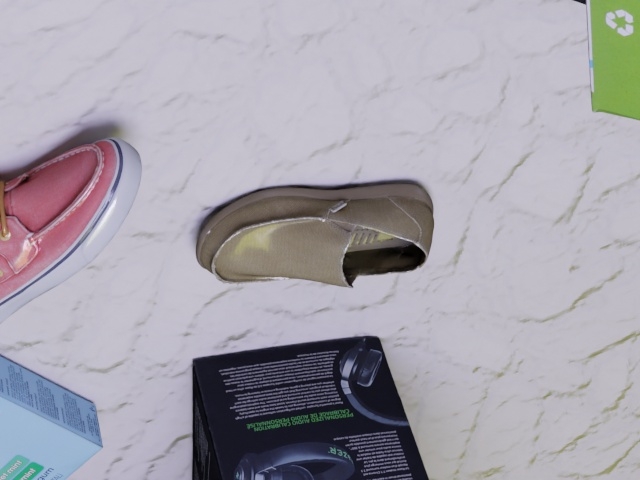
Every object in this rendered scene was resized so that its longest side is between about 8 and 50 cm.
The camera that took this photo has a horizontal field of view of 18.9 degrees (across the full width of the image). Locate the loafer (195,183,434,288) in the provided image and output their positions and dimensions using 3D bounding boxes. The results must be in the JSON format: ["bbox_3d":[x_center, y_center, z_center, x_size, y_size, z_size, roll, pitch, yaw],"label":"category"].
[{"bbox_3d":[0.000,0.000,1.144,0.148,0.050,0.056,-11,133,-8],"label":"loafer"}]

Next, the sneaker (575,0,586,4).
[{"bbox_3d":[0.070,-0.175,0.987,0.147,0.105,0.295,-10,165,33],"label":"sneaker"}]

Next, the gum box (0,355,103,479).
[{"bbox_3d":[-0.255,0.125,1.183,0.157,0.041,0.184,-41,129,20],"label":"gum box"}]

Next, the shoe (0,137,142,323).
[{"bbox_3d":[-0.185,-0.006,1.070,0.178,0.063,0.081,-38,136,23],"label":"shoe"}]

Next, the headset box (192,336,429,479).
[{"bbox_3d":[0.005,0.249,1.213,0.131,0.283,0.246,-7,132,-11],"label":"headset box"}]

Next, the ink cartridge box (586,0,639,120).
[{"bbox_3d":[0.200,-0.204,0.911,0.097,0.189,0.255,15,138,27],"label":"ink cartridge box"}]
